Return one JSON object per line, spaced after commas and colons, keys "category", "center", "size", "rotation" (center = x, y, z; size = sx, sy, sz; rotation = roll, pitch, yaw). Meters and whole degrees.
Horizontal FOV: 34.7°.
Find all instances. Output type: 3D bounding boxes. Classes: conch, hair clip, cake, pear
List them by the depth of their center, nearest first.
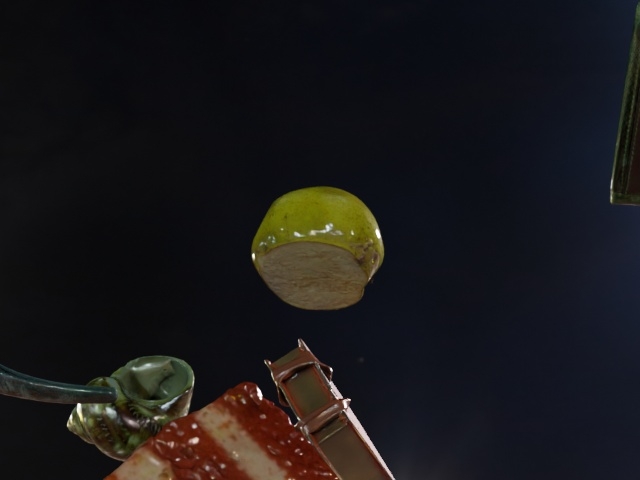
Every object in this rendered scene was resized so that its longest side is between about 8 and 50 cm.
{"category": "pear", "center": [0.000, 0.000, 1.102], "size": [0.141, 0.104, 0.141], "rotation": [9, -40, 8]}
{"category": "hair clip", "center": [-0.361, 0.180, 1.280], "size": [0.229, 0.070, 0.039], "rotation": [12, -64, 17]}
{"category": "cake", "center": [-0.160, 0.403, 1.426], "size": [0.319, 0.270, 0.269], "rotation": [-27, -23, -45]}
{"category": "conch", "center": [-0.302, 0.268, 1.631], "size": [0.181, 0.187, 0.124], "rotation": [14, -56, -9]}

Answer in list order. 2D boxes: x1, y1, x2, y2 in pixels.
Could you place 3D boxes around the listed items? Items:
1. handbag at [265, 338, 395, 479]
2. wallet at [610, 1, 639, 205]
{"category": "handbag", "center": [0.017, 0.201, 1.075], "size": [0.063, 0.127, 0.190], "rotation": [-32, -44, -2]}
{"category": "wallet", "center": [0.414, -0.144, 1.136], "size": [0.160, 0.055, 0.236], "rotation": [1, -66, 1]}
